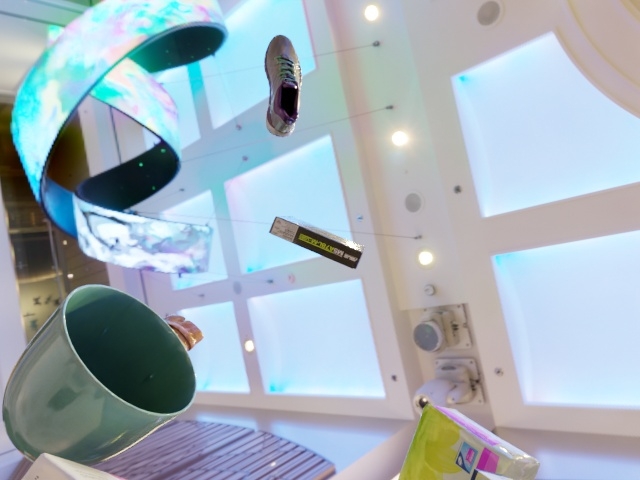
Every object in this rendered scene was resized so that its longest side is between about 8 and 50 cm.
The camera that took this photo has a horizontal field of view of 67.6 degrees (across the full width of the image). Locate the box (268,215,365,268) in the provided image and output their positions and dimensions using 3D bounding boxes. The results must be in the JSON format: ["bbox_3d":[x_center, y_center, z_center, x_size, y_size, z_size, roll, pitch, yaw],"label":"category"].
[{"bbox_3d":[0.000,0.000,1.020,0.191,0.184,0.045,23,-87,4],"label":"box"}]

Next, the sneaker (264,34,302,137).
[{"bbox_3d":[-0.065,-0.330,0.982,0.098,0.083,0.223,160,-71,-66],"label":"sneaker"}]

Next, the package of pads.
[{"bbox_3d":[0.244,0.487,0.892,0.229,0.101,0.296,16,-94,61],"label":"package of pads"}]

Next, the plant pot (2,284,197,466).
[{"bbox_3d":[-0.417,0.267,0.873,0.235,0.293,0.293,-42,-115,6],"label":"plant pot"}]

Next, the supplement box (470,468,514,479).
[{"bbox_3d":[0.261,0.370,0.663,0.083,0.083,0.056,12,-102,61],"label":"supplement box"}]

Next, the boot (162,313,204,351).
[{"bbox_3d":[-0.380,0.294,1.196,0.283,0.220,0.109,27,-65,30],"label":"boot"}]

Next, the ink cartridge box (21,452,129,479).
[{"bbox_3d":[-0.199,0.453,0.606,0.385,0.160,0.279,14,-30,28],"label":"ink cartridge box"}]
